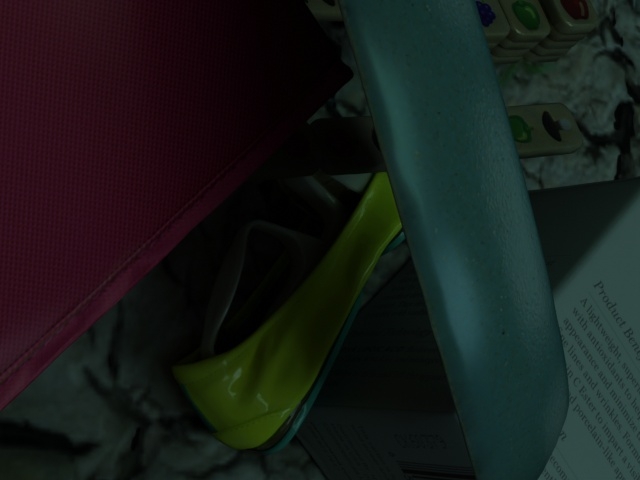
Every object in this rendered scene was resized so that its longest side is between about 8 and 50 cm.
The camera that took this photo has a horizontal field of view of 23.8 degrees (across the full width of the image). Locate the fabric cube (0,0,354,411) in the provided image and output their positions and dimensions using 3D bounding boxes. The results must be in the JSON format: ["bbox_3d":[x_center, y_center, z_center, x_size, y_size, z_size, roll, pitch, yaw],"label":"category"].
[{"bbox_3d":[-0.200,-0.078,0.526,0.254,0.259,0.258,-47,114,-30],"label":"fabric cube"}]

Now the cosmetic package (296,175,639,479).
[{"bbox_3d":[0.111,0.083,0.801,0.183,0.151,0.151,-44,111,-30],"label":"cosmetic package"}]

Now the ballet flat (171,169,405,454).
[{"bbox_3d":[0.000,0.000,0.779,0.077,0.077,0.231,40,66,-17],"label":"ballet flat"}]

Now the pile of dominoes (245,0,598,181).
[{"bbox_3d":[0.031,-0.131,0.786,0.251,0.040,0.196,-7,67,-35],"label":"pile of dominoes"}]

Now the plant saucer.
[{"bbox_3d":[0.039,-0.052,0.580,0.043,0.317,0.318,-16,97,3],"label":"plant saucer"}]
